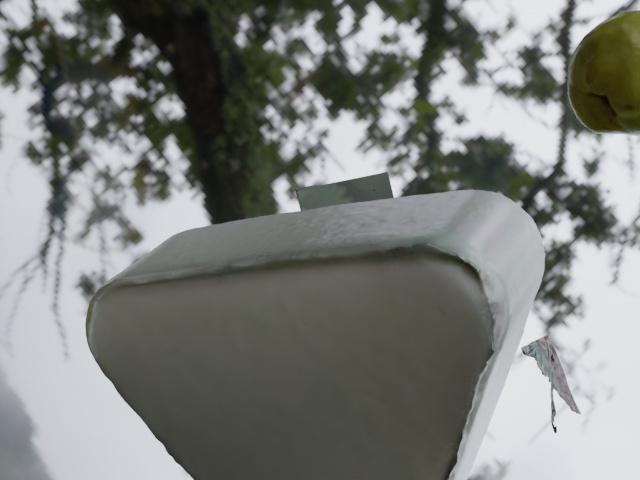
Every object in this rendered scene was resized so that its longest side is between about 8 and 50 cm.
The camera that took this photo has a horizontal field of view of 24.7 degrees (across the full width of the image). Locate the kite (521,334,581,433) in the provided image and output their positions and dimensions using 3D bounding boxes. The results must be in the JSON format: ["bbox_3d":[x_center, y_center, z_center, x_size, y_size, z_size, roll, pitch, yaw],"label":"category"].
[{"bbox_3d":[0.274,0.167,1.726,0.011,0.157,0.139,-28,-58,27],"label":"kite"}]

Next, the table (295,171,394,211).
[{"bbox_3d":[0.000,0.000,1.656,0.146,0.175,0.062,80,-3,-61],"label":"table"}]

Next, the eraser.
[{"bbox_3d":[0.032,0.086,1.086,0.331,0.150,0.331,8,-68,20],"label":"eraser"}]

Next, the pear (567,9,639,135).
[{"bbox_3d":[0.465,-0.246,2.156,0.200,0.200,0.200,40,-23,21],"label":"pear"}]
